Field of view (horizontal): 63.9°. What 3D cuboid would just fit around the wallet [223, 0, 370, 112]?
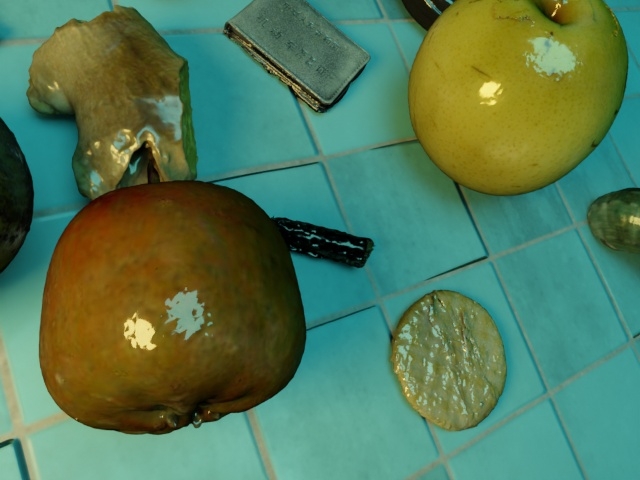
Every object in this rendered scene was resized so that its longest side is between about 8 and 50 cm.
[{"bbox_3d":[-0.031,-0.334,0.876,0.222,0.036,0.167,40,61,-6],"label":"wallet"}]

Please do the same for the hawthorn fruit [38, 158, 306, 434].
[{"bbox_3d":[-0.155,0.050,0.564,0.268,0.268,0.301,-2,71,-25],"label":"hawthorn fruit"}]

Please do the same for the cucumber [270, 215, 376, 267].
[{"bbox_3d":[0.000,0.000,0.765,0.181,0.053,0.053,16,66,-16],"label":"cucumber"}]

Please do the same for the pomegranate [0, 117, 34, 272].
[{"bbox_3d":[-0.449,-0.070,0.460,0.340,0.285,0.285,48,60,-4],"label":"pomegranate"}]

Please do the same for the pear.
[{"bbox_3d":[0.313,-0.250,0.846,0.348,0.348,0.348,8,69,-22],"label":"pear"}]

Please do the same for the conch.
[{"bbox_3d":[0.702,-0.034,1.036,0.277,0.195,0.220,-26,53,-5],"label":"conch"}]

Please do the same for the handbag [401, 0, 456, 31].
[{"bbox_3d":[0.294,-0.525,1.060,0.308,0.093,0.254,-24,84,-29],"label":"handbag"}]

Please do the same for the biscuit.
[{"bbox_3d":[0.205,0.182,0.801,0.220,0.033,0.220,8,70,-22],"label":"biscuit"}]

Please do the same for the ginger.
[{"bbox_3d":[-0.266,-0.172,0.664,0.221,0.130,0.275,5,71,-12],"label":"ginger"}]
